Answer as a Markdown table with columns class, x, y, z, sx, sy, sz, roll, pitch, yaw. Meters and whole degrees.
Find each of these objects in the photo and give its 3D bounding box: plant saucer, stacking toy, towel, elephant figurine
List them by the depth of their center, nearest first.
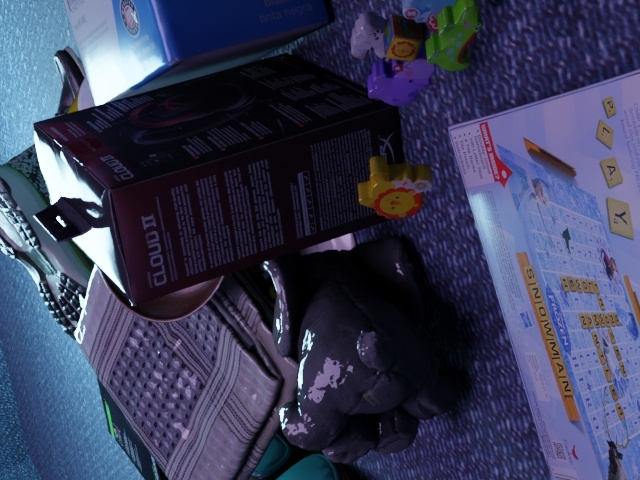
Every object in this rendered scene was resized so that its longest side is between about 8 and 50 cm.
| class | x | y | z | sx | sy | sz | roll | pitch | yaw |
| --- | --- | --- | --- | --- | --- | --- | --- | --- | --- |
| stacking toy | 0.073 | -0.144 | 0.936 | 0.221 | 0.052 | 0.167 | 113 | 159 | -52 |
| elephant figurine | 0.012 | 0.066 | 1.199 | 0.186 | 0.169 | 0.239 | -43 | 48 | 29 |
| plant saucer | -0.155 | -0.015 | 1.368 | 0.199 | 0.036 | 0.198 | 1 | 93 | 35 |
| towel | -0.159 | 0.119 | 1.464 | 0.312 | 0.056 | 0.324 | 52 | 135 | 25 |

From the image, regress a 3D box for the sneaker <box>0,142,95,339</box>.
| class | x | y | z | sx | sy | sz | roll | pitch | yaw |
| --- | --- | --- | --- | --- | --- | --- | --- | --- | --- |
| sneaker | -0.364 | 0.010 | 2.079 | 0.158 | 0.182 | 0.410 | -9 | 123 | 46 |

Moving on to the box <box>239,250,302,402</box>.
| class | x | y | z | sx | sy | sz | roll | pitch | yaw |
| --- | --- | --- | --- | --- | --- | --- | --- | --- | --- |
| box | -0.116 | 0.054 | 1.495 | 0.257 | 0.079 | 0.322 | -30 | 79 | 52 |

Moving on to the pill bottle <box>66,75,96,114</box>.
| class | x | y | z | sx | sy | sz | roll | pitch | yaw |
| --- | --- | --- | --- | --- | --- | --- | --- | --- | --- |
| pill bottle | -0.233 | -0.151 | 1.615 | 0.136 | 0.136 | 0.246 | 69 | 158 | 5 |

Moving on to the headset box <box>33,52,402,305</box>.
| class | x | y | z | sx | sy | sz | roll | pitch | yaw |
| --- | --- | --- | --- | --- | --- | --- | --- | --- | --- |
| headset box | -0.105 | -0.061 | 1.173 | 0.218 | 0.293 | 0.110 | 34 | 138 | 55 |

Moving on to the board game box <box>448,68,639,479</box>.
| class | x | y | z | sx | sy | sz | roll | pitch | yaw |
| --- | --- | --- | --- | --- | --- | --- | --- | --- | --- |
| board game box | 0.217 | 0.053 | 0.800 | 0.318 | 0.066 | 0.318 | -8 | 100 | 68 |

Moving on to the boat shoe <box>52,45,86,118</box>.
| class | x | y | z | sx | sy | sz | roll | pitch | yaw |
| --- | --- | --- | --- | --- | --- | --- | --- | --- | --- |
| boat shoe | -0.367 | -0.175 | 1.999 | 0.084 | 0.079 | 0.233 | 10 | 115 | 67 |

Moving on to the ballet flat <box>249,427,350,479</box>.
| class | x | y | z | sx | sy | sz | roll | pitch | yaw |
| --- | --- | --- | --- | --- | --- | --- | --- | --- | --- |
| ballet flat | -0.027 | 0.306 | 1.556 | 0.124 | 0.116 | 0.342 | 58 | 164 | -22 |

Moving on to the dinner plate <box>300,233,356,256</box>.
| class | x | y | z | sx | sy | sz | roll | pitch | yaw |
| --- | --- | --- | --- | --- | --- | --- | --- | --- | --- |
| dinner plate | 0.000 | 0.000 | 1.347 | 0.141 | 0.017 | 0.141 | 51 | 152 | 41 |

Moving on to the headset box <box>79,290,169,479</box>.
| class | x | y | z | sx | sy | sz | roll | pitch | yaw |
| --- | --- | --- | --- | --- | --- | --- | --- | --- | --- |
| headset box | -0.228 | 0.203 | 1.898 | 0.283 | 0.131 | 0.246 | 35 | 138 | 57 |

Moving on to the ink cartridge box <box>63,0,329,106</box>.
| class | x | y | z | sx | sy | sz | roll | pitch | yaw |
| --- | --- | --- | --- | --- | --- | --- | --- | --- | --- |
| ink cartridge box | -0.167 | -0.350 | 1.255 | 0.285 | 0.166 | 0.394 | -5 | 102 | 67 |
